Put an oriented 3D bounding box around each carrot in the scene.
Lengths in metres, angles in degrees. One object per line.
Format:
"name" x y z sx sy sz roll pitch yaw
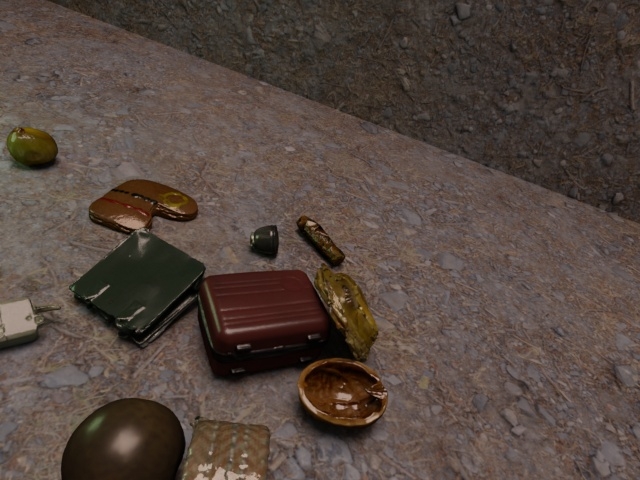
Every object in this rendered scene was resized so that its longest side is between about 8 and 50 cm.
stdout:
"carrot" 0.000 0.001 1.577 0.068 0.069 0.229 -14 47 -37

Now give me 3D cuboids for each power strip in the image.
"power strip" -0.704 0.185 1.001 0.287 0.053 0.093 -11 65 -39

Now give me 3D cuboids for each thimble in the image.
"thimble" -0.166 0.420 0.808 0.148 0.196 0.229 7 28 -4

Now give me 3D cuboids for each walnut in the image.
"walnut" 0.042 0.356 1.083 0.211 0.087 0.167 10 42 -7

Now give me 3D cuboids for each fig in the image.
"fig" -0.942 -0.306 1.554 0.135 0.121 0.153 14 11 4

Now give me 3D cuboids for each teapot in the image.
"teapot" -0.177 0.001 1.503 0.090 0.124 0.092 -1 77 1

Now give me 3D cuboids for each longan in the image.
"longan" -0.334 0.370 0.821 0.197 0.198 0.212 26 37 12

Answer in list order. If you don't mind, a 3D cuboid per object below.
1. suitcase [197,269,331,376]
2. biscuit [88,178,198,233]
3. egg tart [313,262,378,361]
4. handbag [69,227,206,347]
"suitcase" -0.142 0.193 1.165 0.296 0.161 0.236 -3 40 -26
"biscuit" -0.547 -0.106 1.498 0.262 0.052 0.277 23 35 9
"egg tart" 0.074 0.175 1.208 0.094 0.279 0.279 -28 42 4
"handbag" -0.448 0.109 1.190 0.247 0.079 0.260 28 49 18
